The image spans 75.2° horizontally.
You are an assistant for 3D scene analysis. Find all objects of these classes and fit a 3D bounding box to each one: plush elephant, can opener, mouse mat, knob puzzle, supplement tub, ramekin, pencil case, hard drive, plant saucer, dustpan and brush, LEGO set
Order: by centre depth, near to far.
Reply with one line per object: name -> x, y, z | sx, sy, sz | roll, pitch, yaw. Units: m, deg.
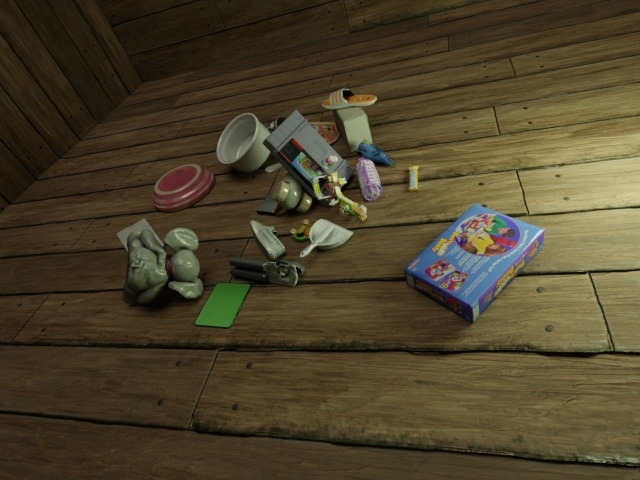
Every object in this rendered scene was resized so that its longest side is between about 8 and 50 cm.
mouse mat -> -0.335, 0.219, 1.433 | 0.152, 0.007, 0.190 | 0, 46, 23
can opener -> -0.188, 0.102, 1.468 | 0.283, 0.076, 0.095 | 7, 15, 30
dustpan and brush -> 0.000, 0.000, 1.482 | 0.147, 0.060, 0.211 | 26, 62, 30
plush elephant -> -0.558, 0.095, 1.502 | 0.329, 0.255, 0.273 | -15, 72, 60
LEGO set -> 0.055, -0.174, 1.579 | 0.106, 0.132, 0.287 | -15, 71, -33
pencil case -> 0.192, -0.248, 1.663 | 0.086, 0.088, 0.206 | -18, 41, 7
hard drive -> -0.204, -0.161, 1.784 | 0.094, 0.022, 0.135 | 7, 47, 29
ramekin -> -0.364, -0.467, 2.034 | 0.276, 0.135, 0.278 | -17, 60, 32
knob puzzle -> 0.005, -0.531, 2.051 | 0.212, 0.030, 0.213 | 4, 50, -4
plant saucer -> -0.694, -0.277, 2.073 | 0.331, 0.084, 0.332 | -12, 41, 11
supplement tub -> -0.244, -0.549, 2.133 | 0.197, 0.106, 0.106 | -18, 32, 46

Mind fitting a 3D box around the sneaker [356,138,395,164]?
sneaker -> 0.236, -0.361, 1.799 | 0.209, 0.069, 0.082 | 43, 103, 38

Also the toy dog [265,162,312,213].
toy dog -> -0.134, -0.233, 1.734 | 0.160, 0.220, 0.334 | -35, 21, 36

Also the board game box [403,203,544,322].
board game box -> 0.452, 0.052, 1.228 | 0.347, 0.078, 0.233 | -39, 43, -20

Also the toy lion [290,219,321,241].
toy lion -> -0.050, -0.030, 1.572 | 0.100, 0.034, 0.096 | -37, 50, -18

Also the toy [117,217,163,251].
toy -> -0.782, 0.008, 1.817 | 0.136, 0.056, 0.237 | -34, 47, -20

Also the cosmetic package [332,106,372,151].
cosmetic package -> 0.141, -0.577, 1.993 | 0.113, 0.160, 0.310 | -20, 41, 0

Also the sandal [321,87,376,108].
sandal -> 0.129, -0.667, 1.917 | 0.264, 0.076, 0.102 | 3, 44, 24

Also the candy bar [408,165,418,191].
candy bar -> 0.366, -0.242, 1.637 | 0.040, 0.018, 0.162 | -5, 42, 18

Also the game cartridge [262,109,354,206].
game cartridge -> -0.041, -0.332, 1.678 | 0.068, 0.355, 0.230 | -30, 20, 51

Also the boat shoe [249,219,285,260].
boat shoe -> -0.200, -0.010, 1.583 | 0.081, 0.079, 0.227 | -23, 44, -17
